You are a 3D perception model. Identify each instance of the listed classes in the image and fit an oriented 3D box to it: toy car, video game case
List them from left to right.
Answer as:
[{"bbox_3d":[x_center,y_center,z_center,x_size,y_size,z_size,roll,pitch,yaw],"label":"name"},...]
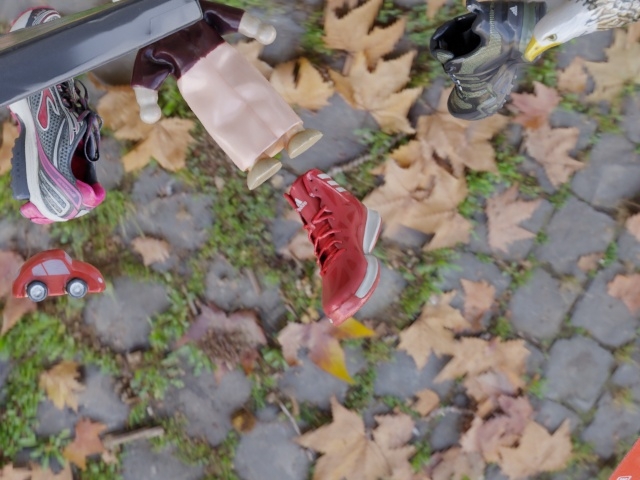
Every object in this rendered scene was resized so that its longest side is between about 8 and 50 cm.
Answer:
[{"bbox_3d":[-0.258,-0.109,0.792,0.275,0.248,0.035,-32,111,-36],"label":"video game case"},{"bbox_3d":[-0.370,0.042,1.154,0.239,0.225,0.053,-2,94,20],"label":"toy car"}]

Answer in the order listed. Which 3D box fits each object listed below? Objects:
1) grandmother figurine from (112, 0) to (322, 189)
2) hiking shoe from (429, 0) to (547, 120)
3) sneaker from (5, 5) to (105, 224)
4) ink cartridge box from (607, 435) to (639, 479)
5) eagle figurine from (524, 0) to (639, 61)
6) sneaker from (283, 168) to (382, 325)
[{"bbox_3d":[-0.159,-0.231,1.479,0.208,0.104,0.342,-37,88,-15],"label":"grandmother figurine"},{"bbox_3d":[0.176,-0.217,1.306,0.114,0.227,0.086,13,64,-9],"label":"hiking shoe"},{"bbox_3d":[-0.356,-0.175,1.542,0.112,0.121,0.299,-10,86,25],"label":"sneaker"},{"bbox_3d":[0.433,0.234,1.137,0.239,0.275,0.060,-5,61,-3],"label":"ink cartridge box"},{"bbox_3d":[0.244,-0.243,0.951,0.298,0.226,0.225,42,80,-28],"label":"eagle figurine"},{"bbox_3d":[0.000,0.000,1.311,0.128,0.221,0.087,40,114,-17],"label":"sneaker"}]
